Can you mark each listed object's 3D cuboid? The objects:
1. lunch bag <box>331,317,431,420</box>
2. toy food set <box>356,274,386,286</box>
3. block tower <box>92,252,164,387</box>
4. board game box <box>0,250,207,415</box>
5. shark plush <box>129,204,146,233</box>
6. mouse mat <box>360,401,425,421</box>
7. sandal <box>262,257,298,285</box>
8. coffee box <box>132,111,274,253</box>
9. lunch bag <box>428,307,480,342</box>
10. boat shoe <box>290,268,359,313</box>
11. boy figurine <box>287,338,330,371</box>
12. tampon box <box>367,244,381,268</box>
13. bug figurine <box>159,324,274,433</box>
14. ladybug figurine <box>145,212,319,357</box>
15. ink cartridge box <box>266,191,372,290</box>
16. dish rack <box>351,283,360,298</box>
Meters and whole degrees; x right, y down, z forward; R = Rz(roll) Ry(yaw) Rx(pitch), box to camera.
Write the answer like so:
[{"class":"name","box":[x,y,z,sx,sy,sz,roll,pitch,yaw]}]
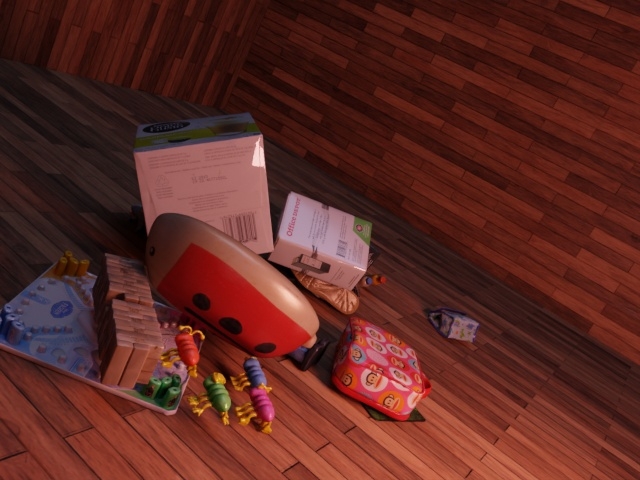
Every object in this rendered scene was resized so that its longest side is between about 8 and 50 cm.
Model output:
[{"class":"lunch bag","box":[0.166,0.332,1.643,0.258,0.120,0.293,26,15,-2]},{"class":"toy food set","box":[0.121,0.094,2.261,0.232,0.111,0.104,51,-27,-18]},{"class":"block tower","box":[-0.387,0.150,1.248,0.091,0.097,0.335,18,20,-29]},{"class":"board game box","box":[-0.442,0.174,1.340,0.390,0.050,0.390,24,16,-8]},{"class":"shark plush","box":[-0.555,-0.060,1.942,0.067,0.073,0.161,3,43,-11]},{"class":"mouse mat","box":[0.167,0.413,1.623,0.189,0.007,0.152,15,20,-38]},{"class":"sandal","box":[-0.222,0.065,1.912,0.167,0.107,0.445,37,18,31]},{"class":"coffee box","box":[-0.332,-0.156,1.807,0.337,0.338,0.334,-9,24,-10]},{"class":"lunch bag","box":[0.484,0.302,2.313,0.128,0.096,0.151,16,5,-25]},{"class":"boat shoe","box":[0.000,0.137,2.043,0.277,0.098,0.096,44,-9,-5]},{"class":"boy figurine","box":[-0.114,0.219,1.642,0.285,0.092,0.177,36,21,20]},{"class":"tampon box","box":[0.106,0.042,2.163,0.161,0.101,0.120,42,-17,5]},{"class":"bug figurine","box":[-0.183,0.280,1.272,0.279,0.072,0.216,32,14,-42]},{"class":"ladybug figurine","box":[-0.205,0.118,1.401,0.449,0.162,0.305,35,-23,-3]},{"class":"ink cartridge box","box":[0.000,0.000,1.966,0.289,0.121,0.211,22,48,-10]},{"class":"dish rack","box":[0.035,0.087,2.141,0.271,0.074,0.208,34,-17,24]}]
